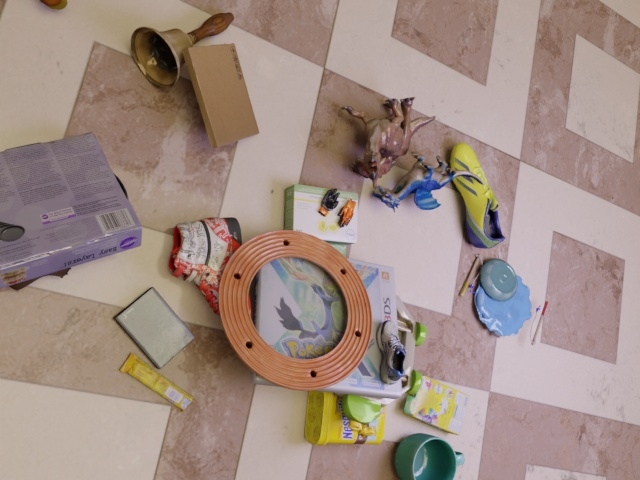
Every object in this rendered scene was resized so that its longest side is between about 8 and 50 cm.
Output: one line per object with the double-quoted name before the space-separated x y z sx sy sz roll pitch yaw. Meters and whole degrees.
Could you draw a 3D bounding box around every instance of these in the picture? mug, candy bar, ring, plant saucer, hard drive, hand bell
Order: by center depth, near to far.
"candy bar" -0.318 0.283 1.197 0.161 0.018 0.040 41 70 -19
"hard drive" -0.327 0.172 1.203 0.094 0.022 0.135 -43 104 -26
"ring" -0.047 0.136 1.227 0.337 0.032 0.336 13 59 -22
"hand bell" -0.266 -0.429 1.282 0.126 0.126 0.242 54 50 -13
"mug" 0.249 0.528 1.435 0.158 0.097 0.129 37 68 -21
"plant saucer" 0.484 0.103 1.629 0.120 0.021 0.119 7 71 -21

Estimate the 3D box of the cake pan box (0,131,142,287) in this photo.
"cake pan box" -0.473 -0.064 1.063 0.267 0.070 0.245 -21 65 -30

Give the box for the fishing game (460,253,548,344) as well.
"fishing game" 0.492 0.169 1.648 0.264 0.041 0.189 30 69 -13

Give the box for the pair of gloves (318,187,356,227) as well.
"pair of gloves" 0.039 -0.074 1.382 0.083 0.010 0.074 33 69 -19

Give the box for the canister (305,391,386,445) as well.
"canister" 0.059 0.392 1.361 0.170 0.073 0.126 12 77 -29

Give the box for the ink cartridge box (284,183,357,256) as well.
"ink cartridge box" 0.000 0.000 1.388 0.171 0.056 0.234 6 79 -29

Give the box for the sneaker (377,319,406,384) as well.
"sneaker" 0.156 0.228 1.270 0.052 0.058 0.135 9 61 -25

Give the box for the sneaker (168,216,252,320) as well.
"sneaker" -0.227 0.087 1.232 0.145 0.090 0.269 -4 83 -28

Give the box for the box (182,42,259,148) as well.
"box" -0.203 -0.304 1.268 0.164 0.021 0.201 -36 115 -57

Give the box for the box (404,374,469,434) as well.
"box" 0.279 0.402 1.499 0.179 0.043 0.105 29 71 -26

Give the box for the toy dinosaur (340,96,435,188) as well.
"toy dinosaur" 0.164 -0.236 1.475 0.296 0.127 0.200 -17 102 -44

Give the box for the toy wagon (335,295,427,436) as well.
"toy wagon" 0.098 0.261 1.345 0.267 0.068 0.344 22 58 -16

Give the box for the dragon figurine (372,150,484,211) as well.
"dragon figurine" 0.263 -0.133 1.514 0.289 0.085 0.144 2 127 -36

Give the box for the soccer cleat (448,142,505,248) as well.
"soccer cleat" 0.418 -0.121 1.593 0.094 0.121 0.288 -13 91 -30

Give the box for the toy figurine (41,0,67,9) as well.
"toy figurine" -0.539 -0.512 1.062 0.210 0.213 0.148 -3 74 -34

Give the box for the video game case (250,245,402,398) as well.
"video game case" 0.018 0.168 1.285 0.329 0.036 0.299 12 60 -22

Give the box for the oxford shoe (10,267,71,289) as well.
"oxford shoe" -0.478 0.013 1.120 0.227 0.083 0.096 -34 126 -31
